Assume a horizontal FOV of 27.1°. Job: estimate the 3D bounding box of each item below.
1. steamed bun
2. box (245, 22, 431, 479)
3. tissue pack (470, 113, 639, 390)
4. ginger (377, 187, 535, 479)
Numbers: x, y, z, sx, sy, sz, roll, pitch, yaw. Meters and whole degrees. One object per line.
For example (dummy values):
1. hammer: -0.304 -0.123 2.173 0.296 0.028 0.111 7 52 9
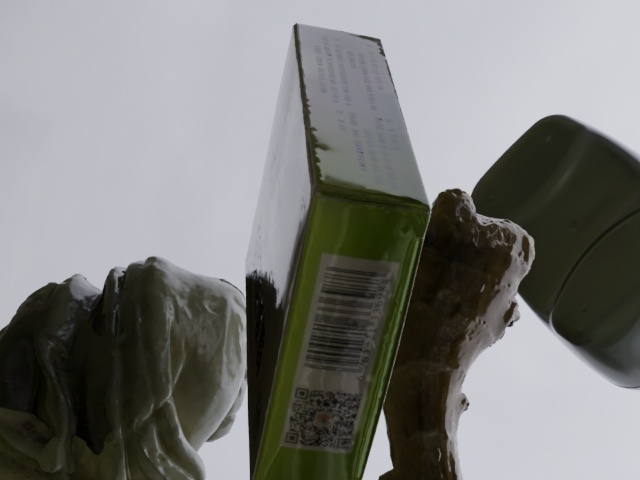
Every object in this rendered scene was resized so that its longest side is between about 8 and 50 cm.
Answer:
1. steamed bun: -0.219 0.150 1.317 0.275 0.206 0.320 11 -118 32
2. box: 0.001 0.000 0.760 0.260 0.062 0.175 -99 -161 -62
3. tissue pack: 0.357 0.019 1.616 0.229 0.236 0.333 -48 -136 14
4. ginger: 0.105 0.106 1.068 0.086 0.131 0.295 160 -68 -78
